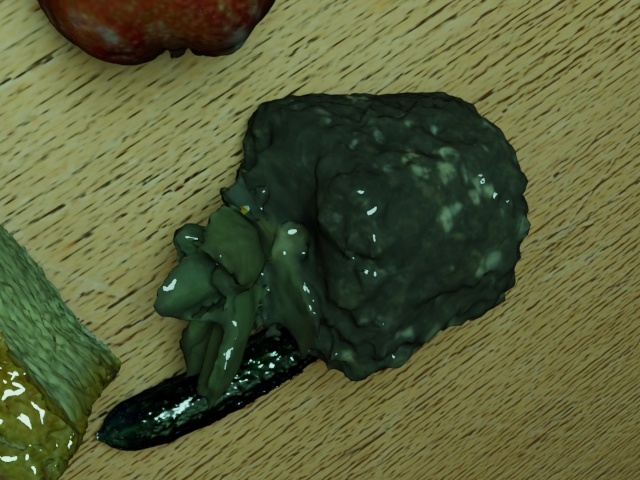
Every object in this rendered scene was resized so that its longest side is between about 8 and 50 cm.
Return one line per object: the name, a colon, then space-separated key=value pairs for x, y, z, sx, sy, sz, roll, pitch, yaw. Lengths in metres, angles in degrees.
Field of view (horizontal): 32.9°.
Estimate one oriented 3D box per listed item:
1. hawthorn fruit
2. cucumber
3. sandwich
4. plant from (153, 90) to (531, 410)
hawthorn fruit: x=-0.114 y=-0.221 z=0.720 sx=0.185 sy=0.185 sz=0.202 roll=-21 pitch=112 yaw=-19
cucumber: x=-0.097 y=0.140 z=1.033 sx=0.245 sy=0.067 sz=0.067 roll=-29 pitch=131 yaw=-15
sandwich: x=-0.267 y=0.048 z=0.718 sx=0.131 sy=0.325 sz=0.262 roll=-42 pitch=98 yaw=-2
plant: x=0.000 y=0.000 z=0.905 sx=0.312 sy=0.213 sz=0.215 roll=-17 pitch=131 yaw=-19
